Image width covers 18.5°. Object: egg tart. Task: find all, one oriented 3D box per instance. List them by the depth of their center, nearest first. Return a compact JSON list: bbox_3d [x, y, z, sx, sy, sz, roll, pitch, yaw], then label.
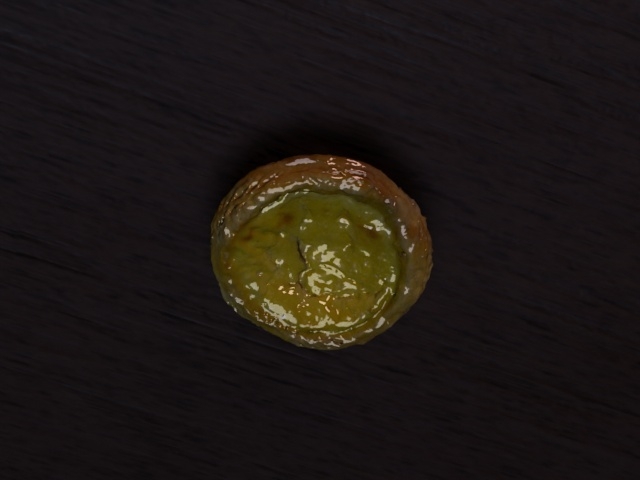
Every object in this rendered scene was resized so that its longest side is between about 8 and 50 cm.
[{"bbox_3d":[0.000,0.000,1.630,0.191,0.074,0.191,-1,125,-1],"label":"egg tart"}]
